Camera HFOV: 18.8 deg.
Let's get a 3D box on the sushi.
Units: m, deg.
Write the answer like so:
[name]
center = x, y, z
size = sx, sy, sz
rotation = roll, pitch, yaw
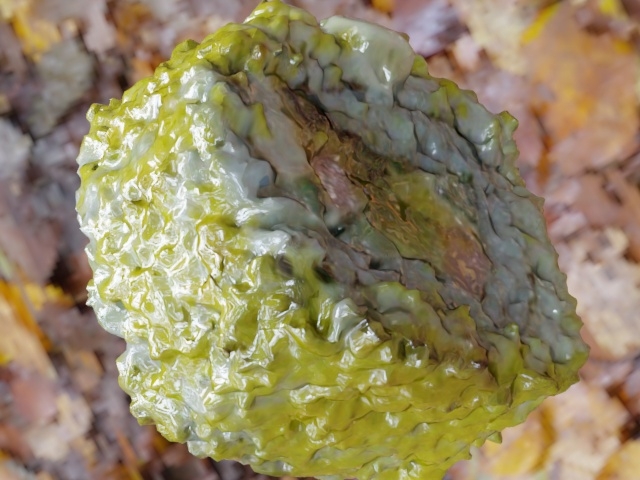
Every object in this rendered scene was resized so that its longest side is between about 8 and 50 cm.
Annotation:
[sushi]
center = 0.000, 0.000, 1.574
size = 0.240, 0.396, 0.351
rotation = -36, 51, 38
